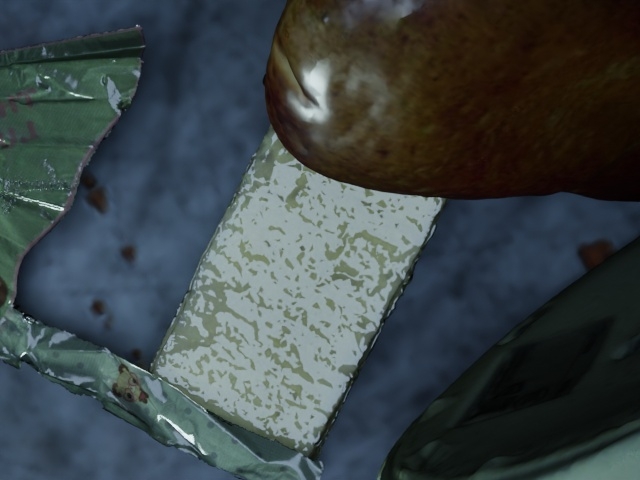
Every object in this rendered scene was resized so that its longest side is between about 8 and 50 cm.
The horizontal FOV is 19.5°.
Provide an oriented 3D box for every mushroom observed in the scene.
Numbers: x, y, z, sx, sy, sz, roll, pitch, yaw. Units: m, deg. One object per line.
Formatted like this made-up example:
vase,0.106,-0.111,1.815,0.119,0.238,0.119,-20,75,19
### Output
mushroom,0.061,-0.121,0.590,0.148,0.227,0.217,-49,52,33

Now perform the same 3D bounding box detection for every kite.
kite,-0.112,0.028,0.639,0.250,0.012,0.229,31,104,9

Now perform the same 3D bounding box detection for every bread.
bread,0.000,0.000,0.639,0.068,0.028,0.153,26,95,0

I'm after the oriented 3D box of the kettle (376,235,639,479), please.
kettle,0.180,0.181,0.558,0.361,0.250,0.376,-32,95,24
